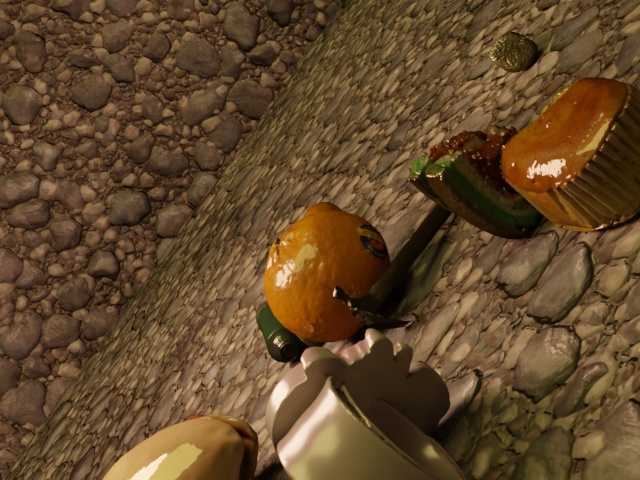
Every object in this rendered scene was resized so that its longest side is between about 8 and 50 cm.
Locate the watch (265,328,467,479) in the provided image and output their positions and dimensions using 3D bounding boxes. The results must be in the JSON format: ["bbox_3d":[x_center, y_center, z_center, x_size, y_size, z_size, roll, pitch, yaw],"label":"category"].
[{"bbox_3d":[0.079,0.235,1.218,0.196,0.244,0.231,-53,38,6],"label":"watch"}]

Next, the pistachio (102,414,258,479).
[{"bbox_3d":[-0.227,0.397,1.671,0.318,0.214,0.193,-45,-21,8],"label":"pistachio"}]

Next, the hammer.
[{"bbox_3d":[0.140,0.020,1.667,0.297,0.125,0.027,-52,-4,-33],"label":"hammer"}]

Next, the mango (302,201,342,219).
[{"bbox_3d":[0.002,-0.003,2.080,0.115,0.090,0.178,-55,15,37],"label":"mango"}]

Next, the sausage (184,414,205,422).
[{"bbox_3d":[-0.223,0.369,1.945,0.062,0.062,0.154,-50,17,7],"label":"sausage"}]

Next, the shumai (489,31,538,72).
[{"bbox_3d":[0.346,-0.331,1.916,0.083,0.082,0.080,-20,-15,8],"label":"shumai"}]

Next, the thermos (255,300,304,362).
[{"bbox_3d":[-0.066,0.171,1.944,0.187,0.083,0.073,-121,48,-71],"label":"thermos"}]

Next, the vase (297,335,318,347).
[{"bbox_3d":[0.003,0.134,1.852,0.100,0.053,0.053,-46,17,5],"label":"vase"}]

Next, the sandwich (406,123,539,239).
[{"bbox_3d":[0.232,-0.098,1.494,0.159,0.185,0.109,-64,22,-9],"label":"sandwich"}]

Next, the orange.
[{"bbox_3d":[0.011,0.056,1.736,0.219,0.193,0.219,-31,51,47],"label":"orange"}]

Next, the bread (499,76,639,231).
[{"bbox_3d":[0.333,-0.114,1.355,0.179,0.133,0.250,-57,16,-3],"label":"bread"}]
